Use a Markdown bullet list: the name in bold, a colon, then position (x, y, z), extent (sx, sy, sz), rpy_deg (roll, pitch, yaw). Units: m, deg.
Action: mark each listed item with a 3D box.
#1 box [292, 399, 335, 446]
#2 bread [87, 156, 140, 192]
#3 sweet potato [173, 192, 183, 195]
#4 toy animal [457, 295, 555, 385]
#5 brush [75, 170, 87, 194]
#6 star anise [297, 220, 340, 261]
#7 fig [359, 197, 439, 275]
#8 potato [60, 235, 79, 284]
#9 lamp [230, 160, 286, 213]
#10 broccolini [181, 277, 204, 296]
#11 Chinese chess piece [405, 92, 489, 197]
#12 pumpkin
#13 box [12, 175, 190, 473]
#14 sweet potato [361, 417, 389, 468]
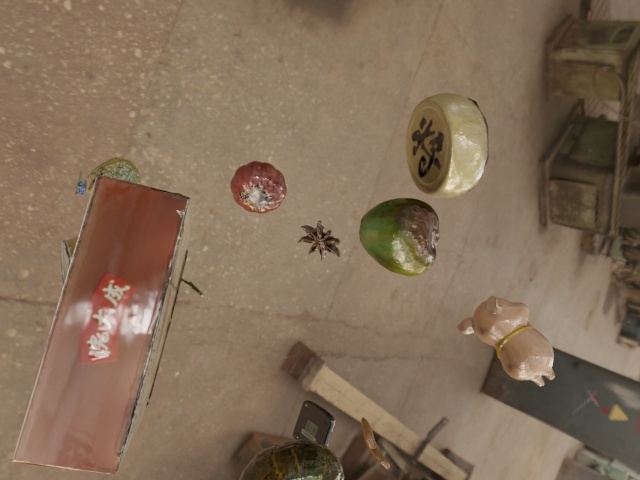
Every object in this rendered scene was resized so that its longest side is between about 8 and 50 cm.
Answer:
- **box**: position (-0.020, 0.535, 1.466), extent (0.027, 0.126, 0.125), rpy_deg (15, 93, -45)
- **bread**: position (-0.620, -0.179, 1.533), extent (0.156, 0.064, 0.118), rpy_deg (-40, 126, -27)
- **sweet potato**: position (-0.422, -0.050, 1.281), extent (0.244, 0.077, 0.077), rpy_deg (-48, 140, -44)
- **toy animal**: position (0.499, 0.260, 1.323), extent (0.149, 0.248, 0.165), rpy_deg (-17, 149, -49)
- **brush**: position (-0.722, -0.176, 1.550), extent (0.030, 0.178, 0.033), rpy_deg (-1, 111, -21)
- **star anise**: position (-0.001, 0.000, 1.467), extent (0.042, 0.141, 0.141), rpy_deg (-52, 143, -47)
- **fig**: position (0.183, -0.012, 1.186), extent (0.181, 0.191, 0.181), rpy_deg (14, 90, -85)
- **potato**: position (-0.736, 0.112, 1.680), extent (0.196, 0.300, 0.247), rpy_deg (-5, 127, -28)
- **lamp**: position (-0.196, -0.173, 1.634), extent (0.140, 0.182, 0.182), rpy_deg (-86, 163, -49)
- **broccolini**: position (-0.475, 0.152, 1.775), extent (0.052, 0.194, 0.054), rpy_deg (-67, 150, -24)
- **Chinese chess piece**: position (0.309, -0.234, 1.276), extent (0.104, 0.257, 0.257), rpy_deg (-6, 115, -16)
- **pumpkin**: position (-0.073, 0.587, 1.207), extent (0.260, 0.189, 0.260), rpy_deg (-3, 102, -16)
- **box**: position (-0.301, 0.121, 0.792), extent (0.122, 0.385, 0.345), rpy_deg (14, 79, -12)
- **sweet potato**: position (0.174, 0.678, 1.705), extent (0.044, 0.179, 0.044), rpy_deg (-22, 157, -10)
